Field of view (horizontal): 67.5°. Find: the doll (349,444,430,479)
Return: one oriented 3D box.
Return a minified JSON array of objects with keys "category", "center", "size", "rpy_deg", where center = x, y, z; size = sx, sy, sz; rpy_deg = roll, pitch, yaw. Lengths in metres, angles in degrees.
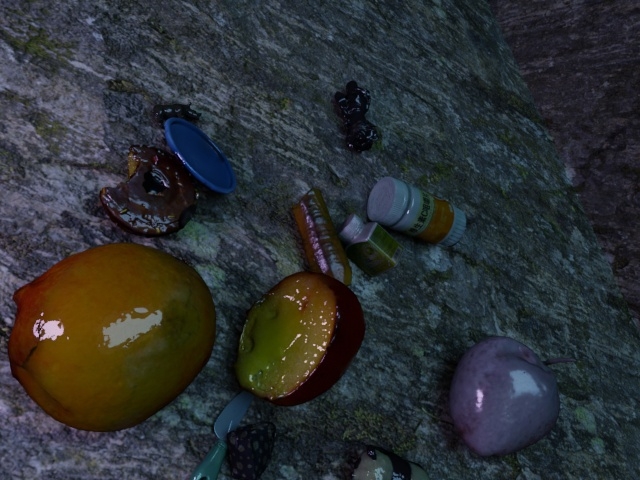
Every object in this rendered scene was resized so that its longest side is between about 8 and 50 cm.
[{"category":"doll","center":[0.178,0.605,1.211],"size":[0.234,0.135,0.144],"rpy_deg":[31,54,-15]}]

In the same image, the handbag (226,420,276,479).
[{"category":"handbag","center":[-0.144,0.466,1.094],"size":[0.139,0.072,0.115],"rpy_deg":[-17,100,-61]}]

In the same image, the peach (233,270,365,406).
[{"category":"peach","center":[-0.055,0.235,1.137],"size":[0.338,0.281,0.281],"rpy_deg":[-31,89,-39]}]

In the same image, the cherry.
[{"category":"cherry","center":[0.532,0.453,1.415],"size":[0.334,0.291,0.327],"rpy_deg":[-12,94,-22]}]

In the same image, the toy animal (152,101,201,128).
[{"category":"toy animal","center":[-0.386,-0.345,1.300],"size":[0.135,0.047,0.065],"rpy_deg":[-14,70,-31]}]

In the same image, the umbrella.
[{"category":"umbrella","center":[0.122,-0.437,1.649],"size":[0.110,0.121,0.273],"rpy_deg":[54,26,-64]}]

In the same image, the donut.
[{"category":"donut","center":[-0.408,-0.109,1.151],"size":[0.216,0.096,0.231],"rpy_deg":[23,58,-28]}]

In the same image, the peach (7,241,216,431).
[{"category":"peach","center":[-0.385,0.175,0.912],"size":[0.372,0.289,0.373],"rpy_deg":[-13,111,-37]}]

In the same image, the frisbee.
[{"category":"frisbee","center":[-0.314,-0.212,1.241],"size":[0.242,0.045,0.242],"rpy_deg":[45,19,-21]}]

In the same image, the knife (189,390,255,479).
[{"category":"knife","center":[-0.219,0.436,1.086],"size":[0.063,0.034,0.261],"rpy_deg":[38,49,-14]}]

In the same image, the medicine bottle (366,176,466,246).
[{"category":"medicine bottle","center":[0.325,-0.088,1.594],"size":[0.317,0.158,0.158],"rpy_deg":[18,61,-27]}]

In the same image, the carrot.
[{"category":"carrot","center":[0.000,0.000,1.367],"size":[0.114,0.114,0.302],"rpy_deg":[-10,73,-36]}]

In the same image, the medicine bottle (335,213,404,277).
[{"category":"medicine bottle","center":[0.140,0.011,1.442],"size":[0.188,0.132,0.088],"rpy_deg":[41,54,-11]}]
